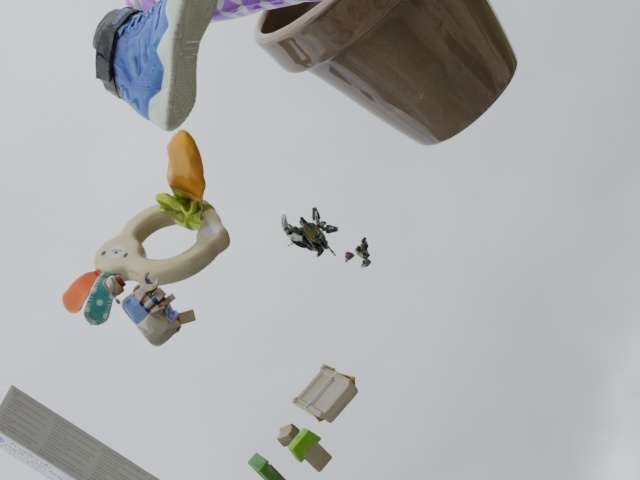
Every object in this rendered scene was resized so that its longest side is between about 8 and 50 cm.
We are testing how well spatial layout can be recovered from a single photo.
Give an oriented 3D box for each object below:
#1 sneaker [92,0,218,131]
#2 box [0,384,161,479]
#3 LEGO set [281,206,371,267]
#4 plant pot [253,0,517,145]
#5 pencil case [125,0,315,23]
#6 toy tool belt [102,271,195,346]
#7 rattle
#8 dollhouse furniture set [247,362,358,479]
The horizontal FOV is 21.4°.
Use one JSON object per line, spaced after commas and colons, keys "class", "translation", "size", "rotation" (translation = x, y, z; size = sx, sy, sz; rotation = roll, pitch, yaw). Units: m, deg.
{"class": "sneaker", "translation": [-0.128, -0.158, 1.248], "size": [0.058, 0.085, 0.152], "rotation": [-45, -22, -42]}
{"class": "box", "translation": [-0.303, 0.301, 2.224], "size": [0.324, 0.063, 0.067], "rotation": [36, -119, -23]}
{"class": "LEGO set", "translation": [0.001, 0.002, 1.359], "size": [0.023, 0.083, 0.054], "rotation": [-50, 11, 33]}
{"class": "plant pot", "translation": [0.094, -0.233, 1.876], "size": [0.229, 0.263, 0.263], "rotation": [46, -117, -17]}
{"class": "pencil case", "translation": [-0.059, -0.213, 1.359], "size": [0.088, 0.206, 0.086], "rotation": [52, -145, -48]}
{"class": "toy tool belt", "translation": [-0.160, 0.056, 1.594], "size": [0.051, 0.083, 0.052], "rotation": [-39, 5, -4]}
{"class": "rattle", "translation": [-0.209, -0.010, 1.878], "size": [0.200, 0.130, 0.142], "rotation": [-22, -33, -10]}
{"class": "dollhouse furniture set", "translation": [-0.008, 0.219, 1.925], "size": [0.151, 0.076, 0.058], "rotation": [-49, -63, -12]}
